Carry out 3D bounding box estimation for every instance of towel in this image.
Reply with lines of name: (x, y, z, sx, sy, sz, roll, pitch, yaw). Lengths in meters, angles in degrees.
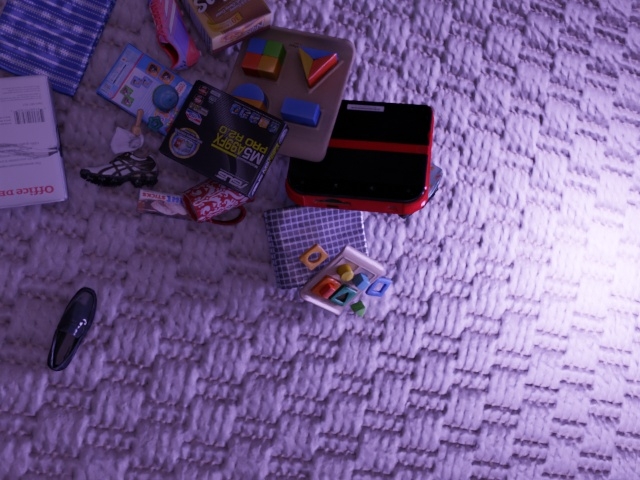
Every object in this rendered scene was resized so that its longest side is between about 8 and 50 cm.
towel: (0.000, 0.000, 1.827, 0.284, 0.121, 0.234, -12, 92, -16)
towel: (-0.695, -0.567, 1.695, 0.243, 0.040, 0.335, 21, 83, -13)

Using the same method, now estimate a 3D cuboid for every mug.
mug: (-0.268, -0.105, 1.747, 0.169, 0.113, 0.150, -28, 98, -24)

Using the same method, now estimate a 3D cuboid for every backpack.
backpack: (0.259, -0.160, 1.868, 0.144, 0.188, 0.165, 36, 80, -12)

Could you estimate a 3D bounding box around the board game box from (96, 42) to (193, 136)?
board game box: (-0.464, -0.402, 1.753, 0.212, 0.039, 0.160, 32, 80, -12)

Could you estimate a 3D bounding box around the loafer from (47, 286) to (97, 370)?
loafer: (-0.632, 0.227, 1.666, 0.076, 0.078, 0.223, 23, 82, -14)

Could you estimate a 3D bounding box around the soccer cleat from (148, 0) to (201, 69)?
soccer cleat: (-0.411, -0.576, 1.747, 0.095, 0.083, 0.247, -34, 102, -33)

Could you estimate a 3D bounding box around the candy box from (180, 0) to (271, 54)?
candy box: (-0.288, -0.680, 1.752, 0.183, 0.087, 0.316, -29, 82, -13)

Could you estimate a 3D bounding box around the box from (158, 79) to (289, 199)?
box: (-0.248, -0.261, 1.686, 0.270, 0.060, 0.216, 28, 86, 8)

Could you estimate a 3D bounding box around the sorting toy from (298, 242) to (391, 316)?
sorting toy: (0.063, 0.119, 1.781, 0.196, 0.047, 0.348, -47, 134, 14)

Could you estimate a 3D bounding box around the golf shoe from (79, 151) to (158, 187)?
golf shoe: (-0.529, -0.190, 1.718, 0.198, 0.077, 0.093, 1, 77, -22)

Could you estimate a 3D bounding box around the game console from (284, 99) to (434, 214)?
game console: (0.109, -0.238, 1.791, 0.387, 0.060, 0.341, 5, 63, 6)

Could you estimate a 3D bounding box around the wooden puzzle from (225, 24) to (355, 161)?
wooden puzzle: (-0.101, -0.412, 1.763, 0.323, 0.080, 0.347, 14, 82, 10)

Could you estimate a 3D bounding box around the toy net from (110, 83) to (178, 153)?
toy net: (-0.450, -0.301, 1.717, 0.232, 0.045, 0.122, -42, 130, -9)

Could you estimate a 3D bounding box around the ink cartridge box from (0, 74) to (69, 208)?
ink cartridge box: (-0.761, -0.236, 1.609, 0.223, 0.129, 0.307, -9, 95, -15)

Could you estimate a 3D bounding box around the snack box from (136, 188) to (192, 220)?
snack box: (-0.403, -0.094, 1.768, 0.179, 0.022, 0.064, 9, 84, -15)
